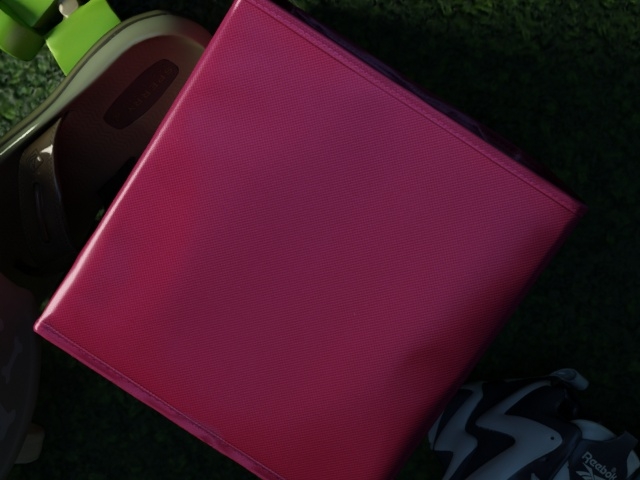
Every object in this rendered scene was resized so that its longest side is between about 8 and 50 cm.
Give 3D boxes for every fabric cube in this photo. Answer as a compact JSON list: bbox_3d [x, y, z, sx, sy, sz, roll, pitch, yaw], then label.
[{"bbox_3d":[0.000,0.000,0.913,0.254,0.259,0.258,32,100,-1],"label":"fabric cube"}]

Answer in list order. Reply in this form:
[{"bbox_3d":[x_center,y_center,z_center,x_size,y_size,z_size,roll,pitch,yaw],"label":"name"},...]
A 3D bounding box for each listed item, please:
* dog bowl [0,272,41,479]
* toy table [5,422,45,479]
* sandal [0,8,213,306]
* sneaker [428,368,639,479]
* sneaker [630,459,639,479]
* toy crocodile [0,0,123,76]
[{"bbox_3d":[-0.370,0.078,0.865,0.349,0.102,0.348,0,97,3],"label":"dog bowl"},{"bbox_3d":[-0.361,0.141,1.002,0.274,0.161,0.252,27,97,0],"label":"toy table"},{"bbox_3d":[-0.184,-0.041,0.966,0.303,0.120,0.086,-48,47,19],"label":"sandal"},{"bbox_3d":[0.161,0.194,0.933,0.153,0.235,0.094,-26,130,32],"label":"sneaker"},{"bbox_3d":[0.263,0.313,0.982,0.208,0.127,0.319,39,99,10],"label":"sneaker"},{"bbox_3d":[-0.259,-0.240,0.988,0.340,0.105,0.115,42,98,3],"label":"toy crocodile"}]
